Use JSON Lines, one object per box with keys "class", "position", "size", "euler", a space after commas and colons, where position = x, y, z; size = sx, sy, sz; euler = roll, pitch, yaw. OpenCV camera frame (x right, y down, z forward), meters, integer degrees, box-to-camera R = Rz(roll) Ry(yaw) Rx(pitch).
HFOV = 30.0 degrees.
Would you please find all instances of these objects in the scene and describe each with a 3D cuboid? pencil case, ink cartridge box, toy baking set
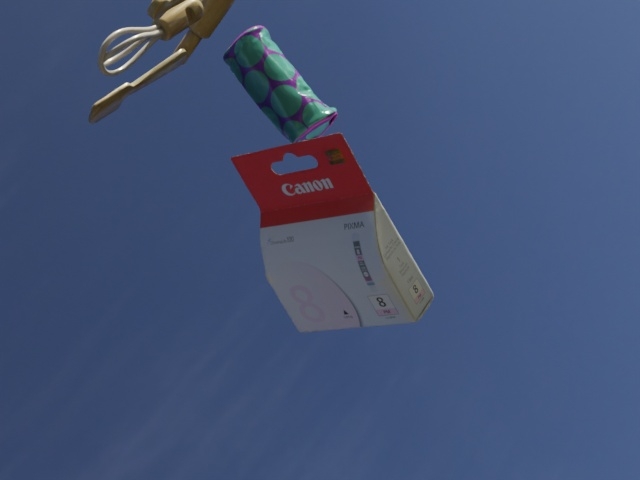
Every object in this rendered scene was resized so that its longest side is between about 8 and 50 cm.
{"class": "pencil case", "position": [-0.046, -0.179, 1.391], "size": [0.070, 0.064, 0.152], "euler": [-29, -107, -33]}
{"class": "ink cartridge box", "position": [0.000, 0.000, 1.385], "size": [0.232, 0.189, 0.066], "euler": [56, -132, -25]}
{"class": "toy baking set", "position": [-0.142, -0.228, 1.181], "size": [0.256, 0.030, 0.197], "euler": [-53, -10, 21]}
